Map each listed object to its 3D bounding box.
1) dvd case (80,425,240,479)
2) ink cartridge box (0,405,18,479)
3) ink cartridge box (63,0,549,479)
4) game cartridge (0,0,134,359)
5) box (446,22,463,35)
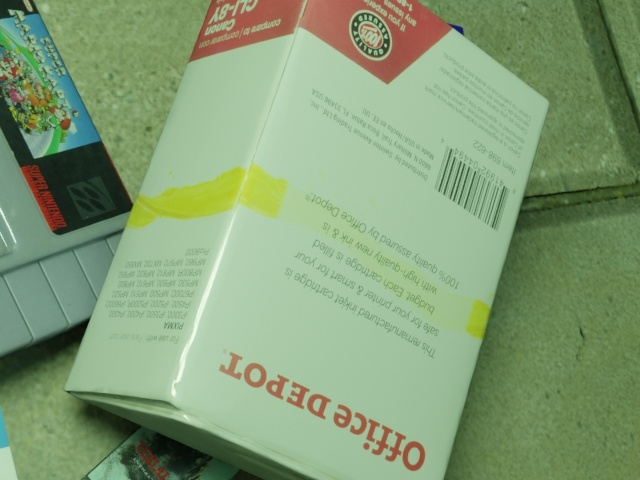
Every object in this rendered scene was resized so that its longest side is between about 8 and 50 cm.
[{"bbox_3d":[-0.129,0.192,1.058,0.119,0.013,0.087,-41,97,-36],"label":"dvd case"},{"bbox_3d":[-0.225,0.172,0.823,0.052,0.088,0.122,-12,83,-33],"label":"ink cartridge box"},{"bbox_3d":[0.000,0.000,1.053,0.279,0.160,0.384,31,69,-35],"label":"ink cartridge box"},{"bbox_3d":[-0.278,-0.086,1.004,0.230,0.068,0.355,-24,87,-48],"label":"game cartridge"},{"bbox_3d":[0.077,-0.152,1.286,0.126,0.072,0.137,8,68,-31],"label":"box"}]
